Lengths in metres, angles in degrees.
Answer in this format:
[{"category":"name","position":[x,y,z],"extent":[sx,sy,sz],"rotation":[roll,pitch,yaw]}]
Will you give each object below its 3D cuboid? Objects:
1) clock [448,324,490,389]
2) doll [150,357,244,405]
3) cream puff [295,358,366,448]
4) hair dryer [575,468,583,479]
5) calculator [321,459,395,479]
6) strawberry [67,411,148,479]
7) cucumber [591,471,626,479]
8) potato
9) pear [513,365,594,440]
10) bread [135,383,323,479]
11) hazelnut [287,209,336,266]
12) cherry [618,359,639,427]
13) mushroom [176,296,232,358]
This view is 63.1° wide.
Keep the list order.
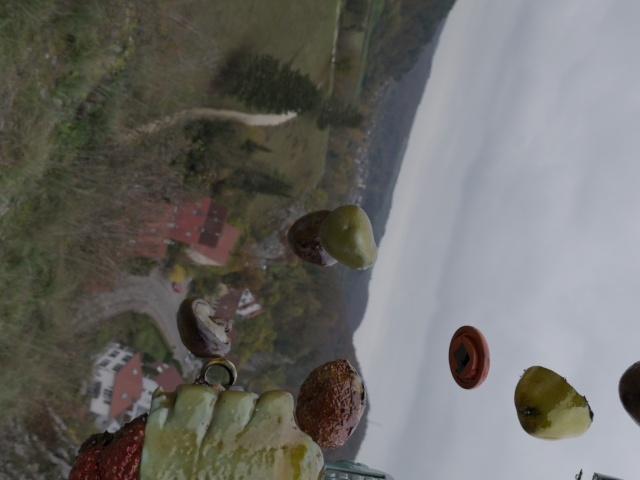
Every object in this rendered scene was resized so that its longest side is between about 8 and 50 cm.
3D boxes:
[{"category":"clock","position":[0.475,0.378,1.689],"extent":[0.205,0.051,0.205],"rotation":[-172,-90,-72]},{"category":"doll","position":[-0.416,0.606,1.827],"extent":[0.318,0.339,0.209],"rotation":[65,15,7]},{"category":"cream puff","position":[0.023,0.440,1.432],"extent":[0.240,0.164,0.240],"rotation":[-54,-169,15]},{"category":"hair dryer","position":[0.883,0.894,1.754],"extent":[0.199,0.167,0.067],"rotation":[-54,-176,-6]},{"category":"calculator","position":[0.072,0.513,1.093],"extent":[0.295,0.183,0.042],"rotation":[80,18,-80]},{"category":"strawberry","position":[-0.450,0.585,1.243],"extent":[0.250,0.288,0.239],"rotation":[-35,142,-5]},{"category":"cucumber","position":[0.746,0.715,1.350],"extent":[0.191,0.130,0.191],"rotation":[5,90,-74]},{"category":"potato","position":[0.084,-0.003,1.458],"extent":[0.157,0.194,0.157],"rotation":[-32,164,-10]},{"category":"pear","position":[0.729,0.568,1.723],"extent":[0.178,0.267,0.267],"rotation":[-26,149,-29]},{"category":"bread","position":[-0.169,0.427,0.977],"extent":[0.210,0.341,0.301],"rotation":[115,-25,-64]},{"category":"hazelnut","position":[0.000,0.000,1.871],"extent":[0.218,0.233,0.218],"rotation":[-15,90,-79]},{"category":"cherry","position":[0.980,0.459,1.487],"extent":[0.203,0.230,0.300],"rotation":[-35,169,14]},{"category":"mushroom","position":[-0.400,0.296,1.728],"extent":[0.138,0.231,0.194],"rotation":[-46,145,15]}]
